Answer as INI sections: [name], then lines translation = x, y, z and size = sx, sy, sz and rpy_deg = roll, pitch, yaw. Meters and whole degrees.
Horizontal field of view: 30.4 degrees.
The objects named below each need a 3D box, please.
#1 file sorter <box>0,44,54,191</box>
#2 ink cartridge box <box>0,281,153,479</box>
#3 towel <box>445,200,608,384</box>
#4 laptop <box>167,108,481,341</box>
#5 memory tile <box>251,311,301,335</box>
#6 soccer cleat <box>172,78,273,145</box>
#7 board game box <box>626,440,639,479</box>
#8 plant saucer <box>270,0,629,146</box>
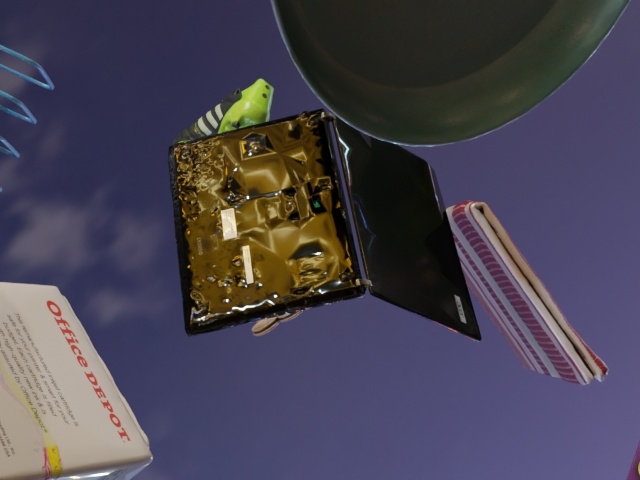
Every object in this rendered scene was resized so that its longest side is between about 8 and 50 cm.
[file sorter]
translation = -0.350, -0.112, 1.157
size = 0.118, 0.105, 0.170
rpy_deg = 117, 178, -82
[ink cartridge box]
translation = -0.299, 0.142, 0.984
size = 0.117, 0.201, 0.278
rpy_deg = -40, -20, 18
[towel]
translation = 0.220, 0.056, 1.377
size = 0.037, 0.237, 0.329
rpy_deg = -35, 0, -3
[laptop]
translation = 0.000, 0.000, 1.167
size = 0.264, 0.234, 0.136
rpy_deg = -14, -38, 3
[memory tile]
translation = -0.032, 0.073, 1.478
size = 0.113, 0.148, 0.012
rpy_deg = -28, -77, 10
[soccer cleat]
translation = -0.109, -0.131, 1.347
size = 0.060, 0.179, 0.072
rpy_deg = 34, -120, -25
[board game box]
translation = 0.338, 0.161, 0.912
size = 0.056, 0.208, 0.346
rpy_deg = 21, -91, -21
[plant saucer]
translation = 0.092, -0.209, 0.696
size = 0.318, 0.044, 0.317
rpy_deg = -19, -54, -29
